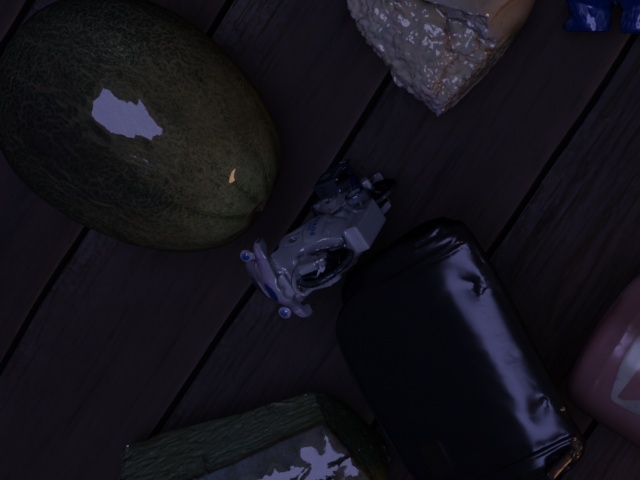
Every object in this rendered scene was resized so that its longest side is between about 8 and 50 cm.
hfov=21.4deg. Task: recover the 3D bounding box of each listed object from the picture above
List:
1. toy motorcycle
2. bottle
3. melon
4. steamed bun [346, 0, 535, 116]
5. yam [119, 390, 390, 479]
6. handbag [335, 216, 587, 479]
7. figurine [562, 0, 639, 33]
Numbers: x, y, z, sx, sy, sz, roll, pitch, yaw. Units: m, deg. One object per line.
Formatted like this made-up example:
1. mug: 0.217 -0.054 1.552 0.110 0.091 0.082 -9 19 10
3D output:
1. toy motorcycle: 0.000 0.000 1.802 0.150 0.221 0.102 -23 110 33
2. bottle: 0.414 0.163 1.706 0.297 0.206 0.173 35 62 19
3. melon: -0.196 -0.124 1.808 0.329 0.248 0.248 33 99 1
4. steamed bun: 0.104 -0.272 1.779 0.225 0.170 0.200 44 105 6
5. yam: -0.060 0.278 1.842 0.271 0.202 0.201 -29 110 10
6. handbag: 0.131 0.137 1.745 0.178 0.275 0.302 -27 88 1
7. figurine: 0.308 -0.338 1.760 0.164 0.121 0.262 -12 89 15
